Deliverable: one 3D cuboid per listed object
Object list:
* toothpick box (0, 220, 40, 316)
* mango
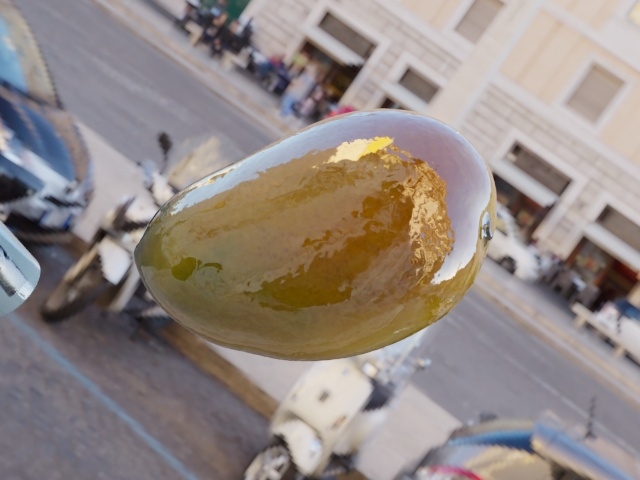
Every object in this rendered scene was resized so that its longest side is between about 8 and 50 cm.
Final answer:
[{"bbox_3d":[-0.215,0.003,0.767,0.052,0.052,0.083,44,-8,49],"label":"toothpick box"},{"bbox_3d":[0.006,0.003,0.882,0.175,0.255,0.139,54,-17,46],"label":"mango"}]
